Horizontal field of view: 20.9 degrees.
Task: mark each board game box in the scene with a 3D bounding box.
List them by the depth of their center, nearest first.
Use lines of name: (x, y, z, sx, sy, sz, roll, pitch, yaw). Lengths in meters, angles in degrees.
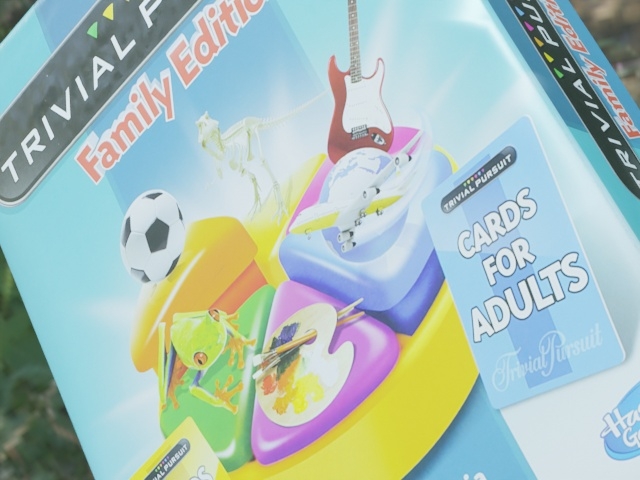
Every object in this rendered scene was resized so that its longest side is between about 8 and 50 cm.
board game box: (0.000, 0.000, 0.673, 0.254, 0.079, 0.336, -44, 58, 28)
